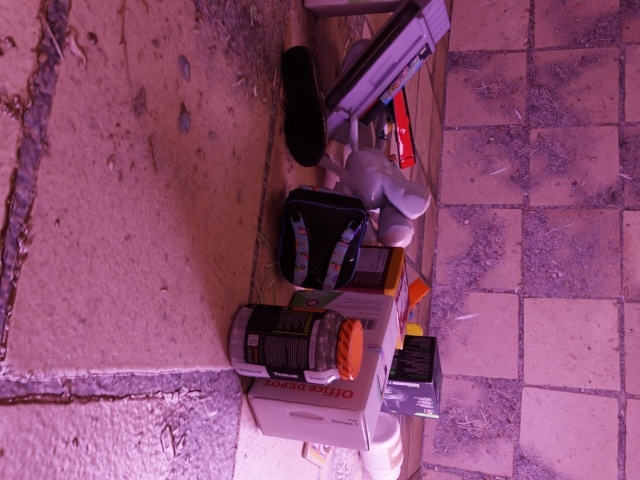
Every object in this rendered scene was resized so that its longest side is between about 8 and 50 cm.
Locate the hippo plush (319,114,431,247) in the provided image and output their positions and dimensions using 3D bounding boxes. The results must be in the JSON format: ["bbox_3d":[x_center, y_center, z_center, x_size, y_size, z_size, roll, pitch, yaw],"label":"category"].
[{"bbox_3d":[0.096,-0.118,1.337,0.294,0.234,0.236,43,13,-12],"label":"hippo plush"}]

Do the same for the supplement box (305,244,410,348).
[{"bbox_3d":[0.087,0.122,1.258,0.129,0.194,0.191,-68,153,-46],"label":"supplement box"}]

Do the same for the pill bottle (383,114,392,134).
[{"bbox_3d":[0.178,-0.340,1.692,0.116,0.065,0.065,-49,138,-64],"label":"pill bottle"}]

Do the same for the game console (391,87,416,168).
[{"bbox_3d":[0.242,-0.446,1.801,0.386,0.060,0.341,-85,161,-52],"label":"game console"}]

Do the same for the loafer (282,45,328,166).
[{"bbox_3d":[-0.019,-0.249,1.069,0.078,0.080,0.219,-38,127,-67],"label":"loafer"}]

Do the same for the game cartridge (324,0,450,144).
[{"bbox_3d":[0.130,-0.356,1.202,0.355,0.068,0.230,-47,165,14],"label":"game cartridge"}]

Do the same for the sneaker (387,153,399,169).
[{"bbox_3d":[0.255,-0.223,1.956,0.075,0.057,0.161,-63,147,-42],"label":"sneaker"}]

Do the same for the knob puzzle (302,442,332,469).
[{"bbox_3d":[0.013,0.423,1.333,0.213,0.030,0.213,2,90,-72],"label":"knob puzzle"}]

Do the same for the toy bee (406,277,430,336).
[{"bbox_3d":[0.199,0.232,1.736,0.195,0.298,0.162,64,-27,26],"label":"toy bee"}]

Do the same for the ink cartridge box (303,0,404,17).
[{"bbox_3d":[0.073,-0.596,1.118,0.115,0.199,0.272,-26,118,-70],"label":"ink cartridge box"}]

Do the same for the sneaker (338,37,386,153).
[{"bbox_3d":[0.111,-0.369,1.435,0.147,0.105,0.295,-65,158,-53],"label":"sneaker"}]

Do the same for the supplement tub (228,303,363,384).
[{"bbox_3d":[-0.035,0.162,0.890,0.117,0.191,0.116,3,90,-72],"label":"supplement tub"}]

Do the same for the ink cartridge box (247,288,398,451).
[{"bbox_3d":[0.017,0.224,1.040,0.278,0.202,0.117,-65,151,-50],"label":"ink cartridge box"}]

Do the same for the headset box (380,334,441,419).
[{"bbox_3d":[0.199,0.372,1.556,0.283,0.247,0.131,70,28,-52],"label":"headset box"}]

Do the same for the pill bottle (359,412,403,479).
[{"bbox_3d":[0.182,0.627,1.715,0.131,0.131,0.229,-66,153,-48],"label":"pill bottle"}]

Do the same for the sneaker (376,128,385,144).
[{"bbox_3d":[0.146,-0.235,1.623,0.083,0.072,0.190,-31,130,-76],"label":"sneaker"}]

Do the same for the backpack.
[{"bbox_3d":[0.000,0.000,1.053,0.117,0.158,0.173,-91,-170,-66],"label":"backpack"}]
